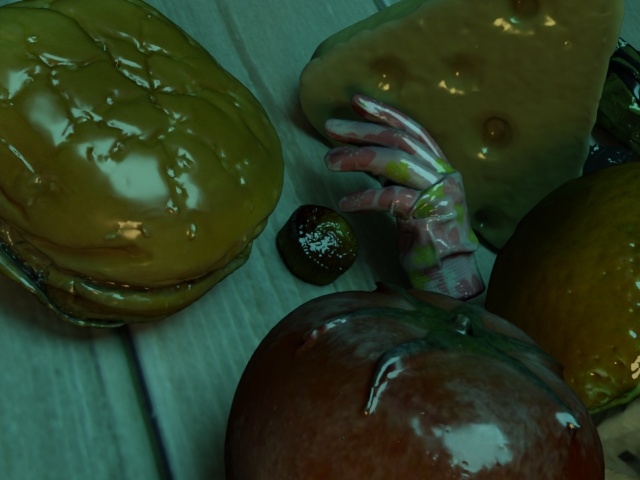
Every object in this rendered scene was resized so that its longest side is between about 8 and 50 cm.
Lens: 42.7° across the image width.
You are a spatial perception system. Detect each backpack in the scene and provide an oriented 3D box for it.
[{"bbox_3d":[0.558,-0.248,1.436,0.207,0.140,0.253,8,44,-29],"label":"backpack"}]

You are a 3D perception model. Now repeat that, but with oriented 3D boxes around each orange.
[{"bbox_3d":[0.278,0.050,0.827,0.196,0.262,0.335,33,51,0],"label":"orange"}]

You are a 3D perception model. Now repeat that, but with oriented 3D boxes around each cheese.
[{"bbox_3d":[0.151,-0.173,0.976,0.384,0.384,0.104,31,35,-11],"label":"cheese"}]

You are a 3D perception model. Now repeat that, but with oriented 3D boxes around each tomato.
[{"bbox_3d":[0.058,0.163,0.588,0.265,0.265,0.265,21,43,-21],"label":"tomato"}]

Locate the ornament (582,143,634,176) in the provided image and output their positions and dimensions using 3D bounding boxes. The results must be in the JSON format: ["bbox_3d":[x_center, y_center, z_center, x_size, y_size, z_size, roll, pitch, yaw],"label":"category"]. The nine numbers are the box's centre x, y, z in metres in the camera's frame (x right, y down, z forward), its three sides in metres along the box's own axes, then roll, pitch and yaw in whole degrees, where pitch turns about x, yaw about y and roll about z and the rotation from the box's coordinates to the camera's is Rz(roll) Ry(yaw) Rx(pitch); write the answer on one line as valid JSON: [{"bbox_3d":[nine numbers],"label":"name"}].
[{"bbox_3d":[0.307,-0.142,1.189,0.260,0.106,0.251,41,32,16],"label":"ornament"}]

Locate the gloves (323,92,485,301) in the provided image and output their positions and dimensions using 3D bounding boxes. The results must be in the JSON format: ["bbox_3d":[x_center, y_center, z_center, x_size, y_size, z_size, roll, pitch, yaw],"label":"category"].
[{"bbox_3d":[0.098,-0.051,0.883,0.145,0.126,0.241,-23,96,-54],"label":"gloves"}]

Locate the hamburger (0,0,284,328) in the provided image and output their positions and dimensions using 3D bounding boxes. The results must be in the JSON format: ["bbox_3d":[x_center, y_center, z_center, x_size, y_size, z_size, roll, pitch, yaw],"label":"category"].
[{"bbox_3d":[-0.179,-0.074,0.697,0.318,0.158,0.319,19,45,-21],"label":"hamburger"}]

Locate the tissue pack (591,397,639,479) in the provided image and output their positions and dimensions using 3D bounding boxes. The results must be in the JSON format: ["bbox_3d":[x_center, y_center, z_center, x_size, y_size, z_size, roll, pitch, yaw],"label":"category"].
[{"bbox_3d":[0.452,0.166,0.927,0.266,0.194,0.356,40,40,-1],"label":"tissue pack"}]

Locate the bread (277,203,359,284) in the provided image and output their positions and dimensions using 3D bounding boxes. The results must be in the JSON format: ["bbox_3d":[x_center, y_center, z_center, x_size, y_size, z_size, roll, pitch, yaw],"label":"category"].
[{"bbox_3d":[0.000,0.000,0.842,0.085,0.053,0.085,21,43,-21],"label":"bread"}]
